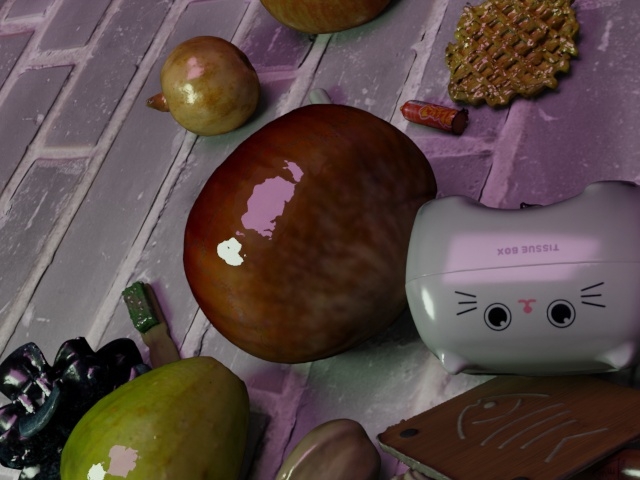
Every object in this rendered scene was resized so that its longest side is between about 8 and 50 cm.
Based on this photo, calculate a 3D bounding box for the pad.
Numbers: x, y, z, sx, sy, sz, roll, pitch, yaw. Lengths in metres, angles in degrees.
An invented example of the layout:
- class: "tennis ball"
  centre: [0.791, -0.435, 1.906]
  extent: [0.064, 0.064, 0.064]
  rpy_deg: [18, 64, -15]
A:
- class: "pad"
  centre: [0.247, 0.228, 1.236]
  extent: [0.286, 0.018, 0.284]
  rpy_deg: [-20, 13, -24]

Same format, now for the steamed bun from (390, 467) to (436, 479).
- class: "steamed bun"
  centre: [0.141, 0.387, 1.245]
  extent: [0.144, 0.211, 0.218]
  rpy_deg: [154, 136, -83]

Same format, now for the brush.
- class: "brush"
  centre: [-0.298, 0.171, 1.794]
  extent: [0.054, 0.048, 0.282]
  rpy_deg: [-37, 46, 5]

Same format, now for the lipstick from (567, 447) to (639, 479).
- class: "lipstick"
  centre: [0.312, 0.266, 1.178]
  extent: [0.356, 0.057, 0.057]
  rpy_deg: [-7, 52, 51]

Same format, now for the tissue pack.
- class: "tissue pack"
  centre: [0.286, 0.068, 1.309]
  extent: [0.333, 0.229, 0.236]
  rpy_deg: [-4, 70, 20]

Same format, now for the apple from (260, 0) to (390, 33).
- class: "apple"
  centre: [0.006, -0.564, 2.008]
  extent: [0.309, 0.250, 0.277]
  rpy_deg: [-27, 45, 12]

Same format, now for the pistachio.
- class: "pistachio"
  centre: [-0.004, 0.354, 1.382]
  extent: [0.138, 0.153, 0.238]
  rpy_deg: [45, 114, 56]

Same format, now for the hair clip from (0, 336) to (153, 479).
- class: "hair clip"
  centre: [-0.425, 0.286, 1.672]
  extent: [0.310, 0.206, 0.194]
  rpy_deg: [-46, 40, -3]

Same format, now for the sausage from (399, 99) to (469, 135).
- class: "sausage"
  centre: [0.192, -0.222, 1.758]
  extent: [0.145, 0.048, 0.050]
  rpy_deg: [23, 110, 45]

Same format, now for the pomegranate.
- class: "pomegranate"
  centre: [-0.223, -0.309, 2.016]
  extent: [0.207, 0.207, 0.207]
  rpy_deg: [-19, 48, 22]

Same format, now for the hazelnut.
- class: "hazelnut"
  centre: [0.000, 0.000, 1.514]
  extent: [0.409, 0.359, 0.359]
  rpy_deg: [-45, 44, -4]

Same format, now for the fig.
- class: "fig"
  centre: [-0.227, 0.316, 1.495]
  extent: [0.258, 0.258, 0.326]
  rpy_deg: [8, 44, 38]

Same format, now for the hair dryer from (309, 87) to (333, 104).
- class: "hair dryer"
  centre: [-0.030, -0.236, 1.933]
  extent: [0.124, 0.038, 0.063]
  rpy_deg: [-38, 44, 12]

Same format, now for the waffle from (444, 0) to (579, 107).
- class: "waffle"
  centre: [0.332, -0.338, 1.748]
  extent: [0.245, 0.052, 0.254]
  rpy_deg: [-5, 56, 30]

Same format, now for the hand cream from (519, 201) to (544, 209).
- class: "hand cream"
  centre: [0.336, 0.043, 1.456]
  extent: [0.086, 0.055, 0.235]
  rpy_deg: [-28, 55, 17]
